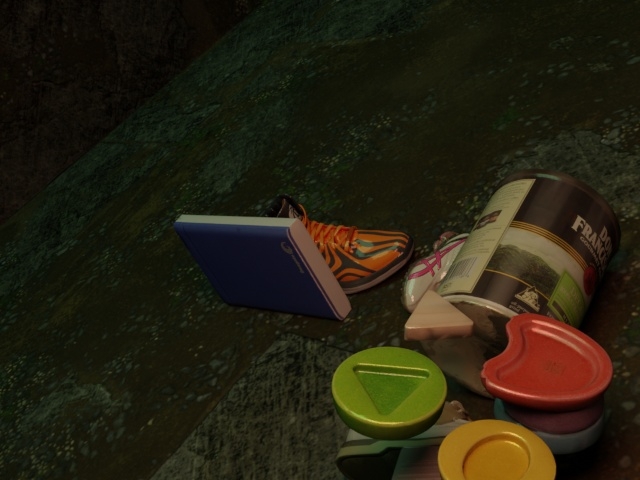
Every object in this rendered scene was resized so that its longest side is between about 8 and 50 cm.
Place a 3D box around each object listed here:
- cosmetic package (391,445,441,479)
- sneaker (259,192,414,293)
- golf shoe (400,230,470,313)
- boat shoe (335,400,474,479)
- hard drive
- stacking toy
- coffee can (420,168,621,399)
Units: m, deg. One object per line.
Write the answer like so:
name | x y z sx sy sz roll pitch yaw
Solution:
cosmetic package | 0.129 0.368 1.119 0.107 0.127 0.238 -9 34 34
sneaker | 0.000 0.000 1.748 0.321 0.180 0.124 -13 34 30
golf shoe | 0.203 0.051 1.595 0.086 0.067 0.186 8 47 47
boat shoe | 0.161 0.261 1.266 0.302 0.113 0.103 -6 39 34
hard drive | -0.111 0.045 1.750 0.319 0.210 0.040 3 43 46
stacking toy | 0.175 0.210 1.128 0.279 0.130 0.309 22 40 30
coffee can | 0.284 0.061 1.368 0.202 0.201 0.275 -2 41 42
